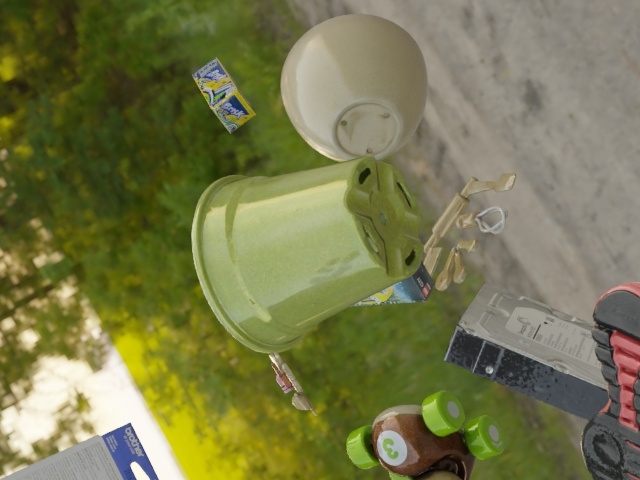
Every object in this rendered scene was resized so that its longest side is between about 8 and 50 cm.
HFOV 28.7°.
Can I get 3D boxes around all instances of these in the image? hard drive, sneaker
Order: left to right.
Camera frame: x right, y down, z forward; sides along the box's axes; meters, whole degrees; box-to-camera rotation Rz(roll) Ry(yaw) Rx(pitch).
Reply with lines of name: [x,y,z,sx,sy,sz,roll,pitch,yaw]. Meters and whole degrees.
hard drive: [0.364,0.175,1.802,0.338,0.064,0.237,22,-161,13]
sneaker: [0.390,0.176,1.435,0.116,0.136,0.314,30,132,43]

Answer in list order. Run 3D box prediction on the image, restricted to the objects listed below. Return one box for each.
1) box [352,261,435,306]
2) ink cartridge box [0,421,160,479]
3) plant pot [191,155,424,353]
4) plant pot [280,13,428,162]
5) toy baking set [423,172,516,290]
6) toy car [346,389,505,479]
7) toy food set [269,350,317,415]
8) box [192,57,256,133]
box: [0.066,0.009,2.041,0.159,0.044,0.233,-6,129,36]
ink cartridge box: [-0.368,0.401,1.762,0.186,0.311,0.065,60,149,11]
plant pot: [0.000,0.000,1.805,0.276,0.253,0.276,30,-130,-44]
plant pot: [0.073,-0.250,2.329,0.191,0.284,0.284,-99,-10,-54]
toy baking set: [0.252,-0.022,2.121,0.030,0.256,0.197,25,-163,-21]
toy car: [0.126,0.302,1.491,0.149,0.155,0.188,32,-136,-32]
toy food set: [-0.043,0.187,1.648,0.078,0.019,0.122,49,170,43]
box: [-0.159,-0.240,2.054,0.059,0.054,0.169,52,-176,-30]
